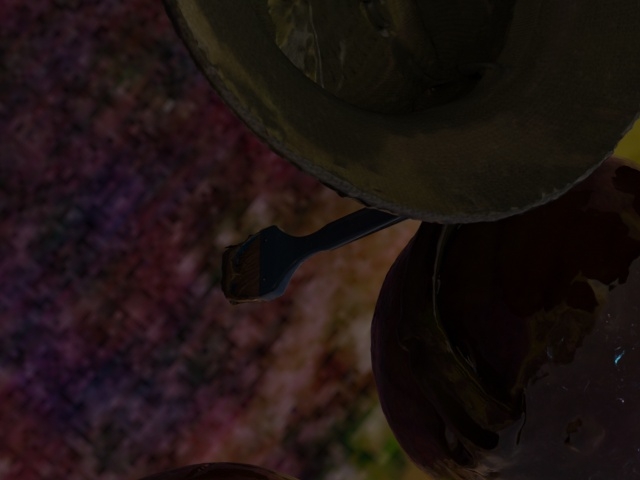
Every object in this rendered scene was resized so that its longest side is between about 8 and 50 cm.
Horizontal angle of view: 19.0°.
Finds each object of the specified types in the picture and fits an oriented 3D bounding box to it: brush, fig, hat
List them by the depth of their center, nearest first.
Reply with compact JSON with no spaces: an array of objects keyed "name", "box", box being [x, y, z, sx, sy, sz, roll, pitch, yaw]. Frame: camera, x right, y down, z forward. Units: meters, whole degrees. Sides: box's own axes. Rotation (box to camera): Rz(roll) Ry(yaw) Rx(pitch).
[{"name":"hat","box":[0.015,-0.119,0.832,0.257,0.257,0.130,-43,-172,-29]},{"name":"fig","box":[0.109,0.052,0.942,0.205,0.205,0.205,-47,166,-16]},{"name":"brush","box":[0.000,0.000,1.233,0.164,0.051,0.014,-23,145,33]}]

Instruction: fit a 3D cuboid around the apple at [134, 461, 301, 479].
[{"name":"apple","box":[-0.050,0.201,0.832,0.196,0.196,0.196,-47,166,-16]}]
